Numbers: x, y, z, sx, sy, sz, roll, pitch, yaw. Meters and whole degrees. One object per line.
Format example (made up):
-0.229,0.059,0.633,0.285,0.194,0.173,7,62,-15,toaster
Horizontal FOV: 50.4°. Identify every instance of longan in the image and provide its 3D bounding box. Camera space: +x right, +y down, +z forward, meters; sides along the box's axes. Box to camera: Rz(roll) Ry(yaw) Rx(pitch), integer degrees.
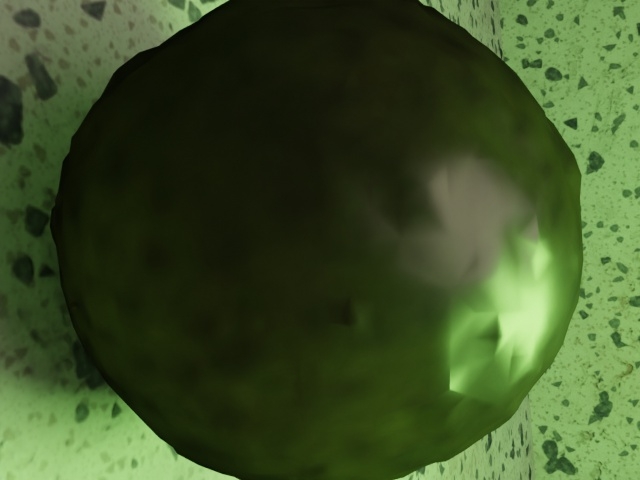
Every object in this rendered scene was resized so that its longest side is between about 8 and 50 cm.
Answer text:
0.000,0.000,0.542,0.391,0.390,0.392,19,69,-61,longan
